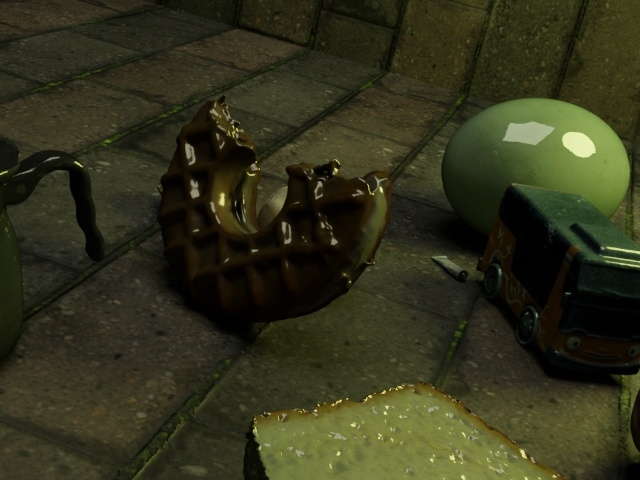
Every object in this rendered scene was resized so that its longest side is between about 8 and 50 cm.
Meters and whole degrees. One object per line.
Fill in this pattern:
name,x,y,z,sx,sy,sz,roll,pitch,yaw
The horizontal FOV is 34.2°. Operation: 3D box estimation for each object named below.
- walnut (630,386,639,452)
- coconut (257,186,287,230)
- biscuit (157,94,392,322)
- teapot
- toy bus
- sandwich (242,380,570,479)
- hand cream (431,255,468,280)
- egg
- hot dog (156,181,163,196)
walnut,0.506,0.204,1.234,0.273,0.273,0.227,18,-9,11
coconut,0.000,0.000,1.531,0.182,0.171,0.171,-1,25,-27
biscuit,-0.081,-0.025,1.401,0.366,0.268,0.115,30,7,38
teapot,-0.388,-0.008,1.133,0.305,0.285,0.223,8,22,-12
toy bus,0.376,0.052,1.581,0.161,0.194,0.323,9,21,-16
sandwich,0.069,0.261,0.964,0.325,0.131,0.262,-5,29,-45
hand cream,0.220,0.046,1.751,0.030,0.019,0.093,2,17,-23
egg,0.397,-0.125,1.920,0.388,0.276,0.276,0,25,-33
hot dog,-0.179,-0.044,1.652,0.131,0.069,0.253,4,24,-25
